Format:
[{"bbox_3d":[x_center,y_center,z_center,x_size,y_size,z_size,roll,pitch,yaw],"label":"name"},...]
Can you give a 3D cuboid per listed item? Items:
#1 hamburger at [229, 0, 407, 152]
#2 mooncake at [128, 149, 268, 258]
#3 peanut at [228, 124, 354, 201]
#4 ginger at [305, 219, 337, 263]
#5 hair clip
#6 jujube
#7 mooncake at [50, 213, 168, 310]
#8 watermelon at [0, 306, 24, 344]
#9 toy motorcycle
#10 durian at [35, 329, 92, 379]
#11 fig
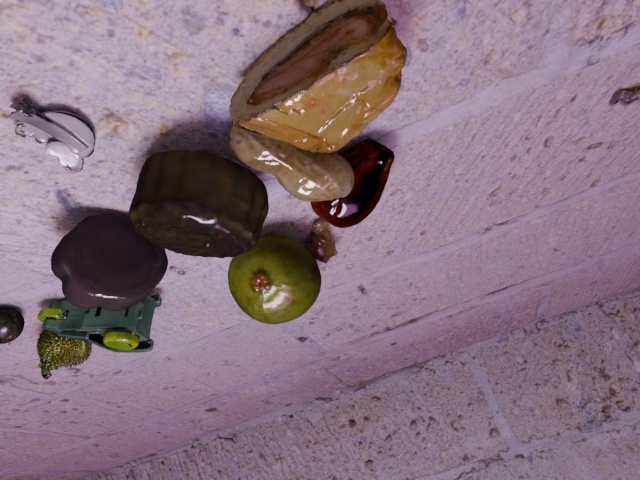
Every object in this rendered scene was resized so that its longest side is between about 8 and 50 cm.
[{"bbox_3d":[0.008,-0.283,0.844,0.330,0.162,0.209,-30,147,15],"label":"hamburger"},{"bbox_3d":[-0.261,-0.064,0.971,0.291,0.161,0.290,7,158,3],"label":"mooncake"},{"bbox_3d":[-0.062,-0.172,0.959,0.290,0.130,0.130,29,132,-12],"label":"peanut"},{"bbox_3d":[-0.008,0.003,1.345,0.096,0.067,0.165,-14,132,6],"label":"ginger"},{"bbox_3d":[-0.504,-0.204,0.848,0.116,0.049,0.172,-21,149,16],"label":"hair clip"},{"bbox_3d":[0.080,-0.143,1.090,0.168,0.168,0.236,24,113,-44],"label":"jujube"},{"bbox_3d":[-0.504,0.054,1.063,0.245,0.244,0.133,18,142,-40],"label":"mooncake"},{"bbox_3d":[-0.922,0.256,1.286,0.105,0.105,0.133,-2,126,-21],"label":"watermelon"},{"bbox_3d":[-0.657,0.244,1.339,0.327,0.191,0.200,-4,150,7],"label":"toy motorcycle"},{"bbox_3d":[-0.828,0.340,1.428,0.159,0.146,0.198,-11,156,-38],"label":"durian"},{"bbox_3d":[-0.115,0.115,1.310,0.258,0.258,0.326,-27,164,16],"label":"fig"}]
